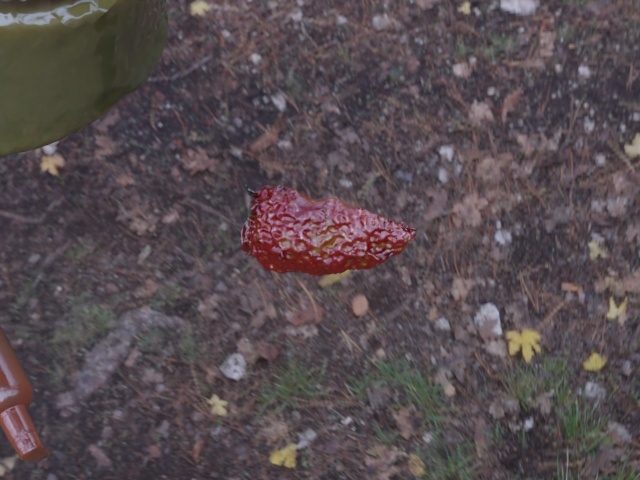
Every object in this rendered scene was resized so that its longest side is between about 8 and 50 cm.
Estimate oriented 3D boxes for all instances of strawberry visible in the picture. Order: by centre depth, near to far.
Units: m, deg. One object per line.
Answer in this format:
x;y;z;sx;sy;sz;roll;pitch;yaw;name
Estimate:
0.007;0.004;1.344;0.228;0.174;0.097;12;78;3;strawberry

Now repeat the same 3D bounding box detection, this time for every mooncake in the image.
-0.361;-0.310;1.102;0.393;0.246;0.394;-29;65;-27;mooncake

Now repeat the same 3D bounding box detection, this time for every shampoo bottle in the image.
-0.434;0.184;1.345;0.085;0.085;0.244;-34;71;0;shampoo bottle
